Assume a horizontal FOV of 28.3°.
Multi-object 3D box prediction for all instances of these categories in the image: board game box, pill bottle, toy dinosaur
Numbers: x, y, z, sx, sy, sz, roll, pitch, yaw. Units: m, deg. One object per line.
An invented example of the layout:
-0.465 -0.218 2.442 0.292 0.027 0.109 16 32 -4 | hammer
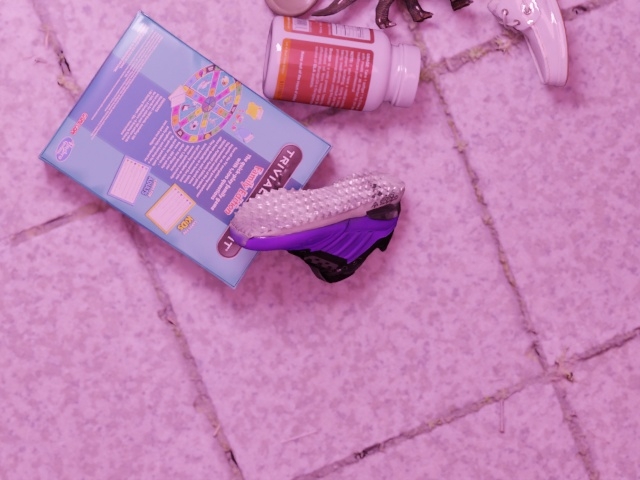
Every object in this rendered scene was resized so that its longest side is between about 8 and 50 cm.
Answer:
-0.193 -0.128 1.830 0.336 0.079 0.254 35 89 -8 | board game box
0.029 -0.250 1.827 0.216 0.121 0.121 7 93 -7 | pill bottle
0.133 -0.403 1.845 0.313 0.121 0.160 -18 89 22 | toy dinosaur

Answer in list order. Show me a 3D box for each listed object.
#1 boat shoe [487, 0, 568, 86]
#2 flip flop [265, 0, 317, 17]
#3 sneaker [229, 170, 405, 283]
0.292 -0.352 1.869 0.096 0.098 0.277 -16 86 -5 | boat shoe
0.008 -0.449 1.831 0.112 0.080 0.277 32 90 -8 | flip flop
0.001 0.000 1.806 0.293 0.102 0.146 -14 123 -36 | sneaker
